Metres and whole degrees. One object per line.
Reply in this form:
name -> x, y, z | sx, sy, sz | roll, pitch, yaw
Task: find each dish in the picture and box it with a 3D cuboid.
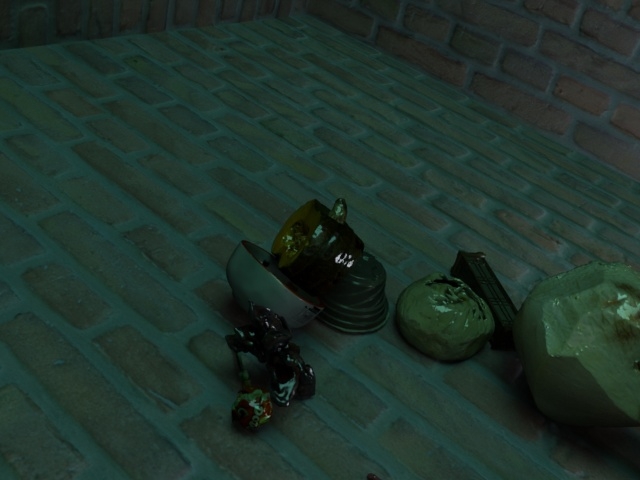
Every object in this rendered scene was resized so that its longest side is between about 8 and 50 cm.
dish -> -0.122, 0.120, 1.628 | 0.256, 0.117, 0.256 | 41, 5, -4

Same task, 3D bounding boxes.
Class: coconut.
coconut -> 0.656, 0.250, 1.595 | 0.344, 0.415, 0.415 | 48, 16, -35

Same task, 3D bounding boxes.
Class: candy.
candy -> -0.167, 0.285, 1.468 | 0.084, 0.078, 0.288 | -2, 31, -18

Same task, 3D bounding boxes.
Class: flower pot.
flower pot -> 0.082, 0.112, 1.761 | 0.235, 0.140, 0.235 | 14, 32, -9

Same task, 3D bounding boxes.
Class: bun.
bun -> 0.318, 0.178, 1.763 | 0.259, 0.152, 0.259 | 12, 36, -9

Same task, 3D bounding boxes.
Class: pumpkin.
pumpkin -> 0.000, 0.000, 1.642 | 0.139, 0.222, 0.317 | 42, 3, -12

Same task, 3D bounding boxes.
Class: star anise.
star anise -> -0.092, 0.236, 1.440 | 0.212, 0.129, 0.283 | 46, -2, 15

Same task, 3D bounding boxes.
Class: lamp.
lamp -> 0.462, 0.158, 1.910 | 0.089, 0.090, 0.325 | 4, 35, -18

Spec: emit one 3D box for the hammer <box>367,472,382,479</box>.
hammer -> 0.126, 0.479, 1.348 | 0.083, 0.031, 0.052 | 25, 30, 31
